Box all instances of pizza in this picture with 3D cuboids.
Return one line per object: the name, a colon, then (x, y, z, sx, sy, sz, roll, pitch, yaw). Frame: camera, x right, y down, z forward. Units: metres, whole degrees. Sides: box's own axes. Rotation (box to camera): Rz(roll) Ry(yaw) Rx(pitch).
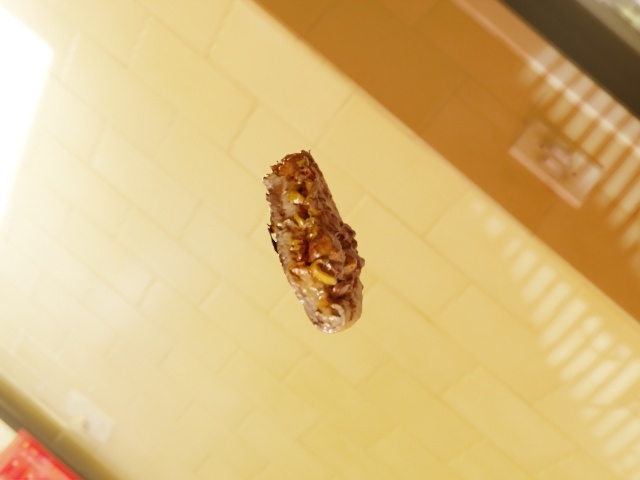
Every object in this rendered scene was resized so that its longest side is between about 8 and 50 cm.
pizza: (0.002, -0.002, 1.196, 0.058, 0.127, 0.246, -34, -151, 15)
